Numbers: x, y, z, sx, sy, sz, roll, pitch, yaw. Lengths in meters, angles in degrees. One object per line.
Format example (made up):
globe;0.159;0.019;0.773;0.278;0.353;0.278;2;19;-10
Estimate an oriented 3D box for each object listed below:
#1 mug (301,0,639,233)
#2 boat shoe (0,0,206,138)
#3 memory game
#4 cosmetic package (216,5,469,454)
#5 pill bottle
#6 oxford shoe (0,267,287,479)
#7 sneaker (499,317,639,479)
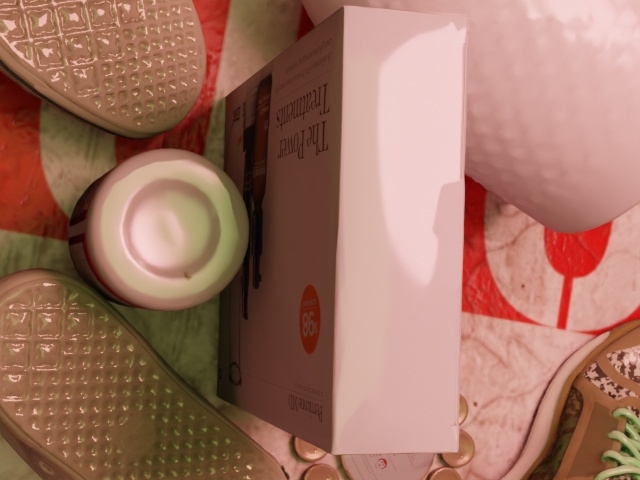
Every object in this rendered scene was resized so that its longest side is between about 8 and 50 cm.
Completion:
mug;0.165;-0.239;1.038;0.328;0.276;0.374;32;47;-17
boat shoe;-0.300;-0.265;0.940;0.500;0.156;0.186;37;73;-25
memory game;0.062;0.194;1.109;0.186;0.012;0.186;1;88;-17
cosmetic package;0.000;0.000;0.903;0.098;0.377;0.284;0;88;-16
pill bottle;-0.140;-0.004;0.940;0.121;0.221;0.121;1;88;-17
oxford shoe;-0.148;0.197;0.991;0.169;0.130;0.449;-44;116;-20
sneaker;0.266;0.237;1.079;0.158;0.182;0.410;46;72;-13
